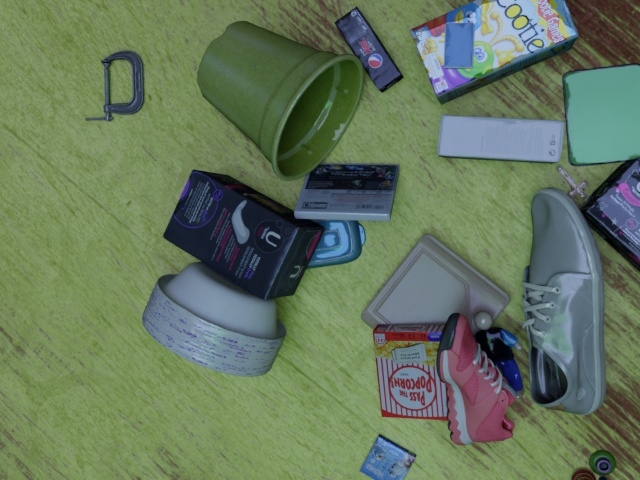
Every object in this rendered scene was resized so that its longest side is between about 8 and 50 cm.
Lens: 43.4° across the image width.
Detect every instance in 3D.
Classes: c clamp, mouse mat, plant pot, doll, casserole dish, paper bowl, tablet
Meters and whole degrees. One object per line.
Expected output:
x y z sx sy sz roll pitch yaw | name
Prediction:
-0.455 -0.340 1.778 0.137 0.022 0.161 6 96 12 | c clamp
0.559 -0.245 1.578 0.152 0.007 0.190 -4 94 12 | mouse mat
-0.095 -0.301 1.603 0.254 0.276 0.276 35 100 20 | plant pot
0.345 0.230 1.610 0.129 0.046 0.189 -12 107 26 | doll
0.000 0.000 1.699 0.188 0.037 0.114 -8 92 13 | casserole dish
-0.202 0.145 1.624 0.284 0.284 0.148 27 98 9 | paper bowl
0.256 -0.360 1.487 0.054 0.006 0.083 2 94 12 | tablet

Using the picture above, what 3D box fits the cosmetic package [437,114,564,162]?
0.349 -0.197 1.571 0.231 0.117 0.085 6 94 10 | cosmetic package

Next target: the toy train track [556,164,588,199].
0.499 -0.116 1.595 0.048 0.014 0.083 -41 85 11 | toy train track

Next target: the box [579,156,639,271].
0.624 -0.022 1.500 0.247 0.163 0.142 44 98 6 | box

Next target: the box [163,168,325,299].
-0.156 -0.015 1.652 0.270 0.143 0.165 30 101 21 | box

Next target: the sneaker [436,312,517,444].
0.312 0.269 1.568 0.136 0.116 0.314 -1 122 23 | sneaker

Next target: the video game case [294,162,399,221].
0.056 -0.100 1.621 0.190 0.173 0.022 2 130 12 | video game case

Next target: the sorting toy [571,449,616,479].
0.552 0.471 1.610 0.061 0.042 0.102 44 101 6 | sorting toy

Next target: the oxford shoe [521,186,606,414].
0.449 0.124 1.540 0.130 0.169 0.449 -9 96 -16 | oxford shoe

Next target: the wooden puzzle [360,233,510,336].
0.235 0.138 1.659 0.221 0.044 0.239 38 105 6 | wooden puzzle

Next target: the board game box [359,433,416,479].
0.143 0.473 1.709 0.090 0.020 0.090 28 100 9 | board game box

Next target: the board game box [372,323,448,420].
0.191 0.269 1.646 0.146 0.045 0.193 -2 104 20 | board game box

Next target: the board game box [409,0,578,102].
0.330 -0.387 1.546 0.275 0.144 0.142 -22 89 12 | board game box

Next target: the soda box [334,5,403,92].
0.099 -0.388 1.641 0.060 0.053 0.169 -33 86 13 | soda box
